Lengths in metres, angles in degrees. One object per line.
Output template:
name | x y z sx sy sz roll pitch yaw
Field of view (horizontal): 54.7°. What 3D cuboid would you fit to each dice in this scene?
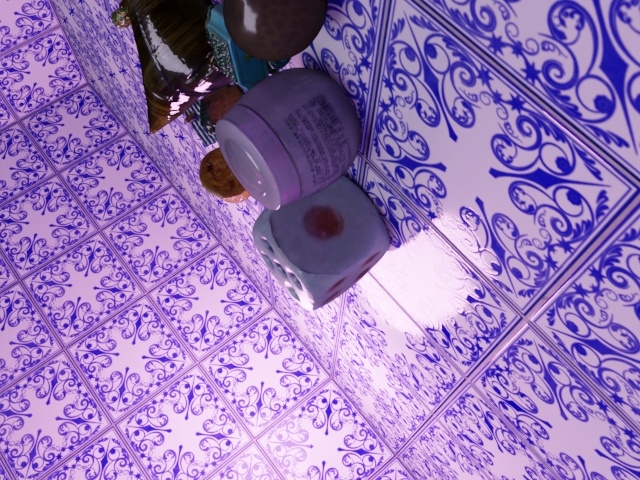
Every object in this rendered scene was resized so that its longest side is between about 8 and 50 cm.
dice | 0.000 0.000 1.600 0.264 0.268 0.262 49 163 13

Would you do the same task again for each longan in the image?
longan | -0.085 -0.440 1.129 0.198 0.198 0.212 19 129 62

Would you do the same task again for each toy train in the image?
toy train | -0.155 -0.439 1.357 0.112 0.163 0.203 42 159 31

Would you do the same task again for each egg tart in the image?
egg tart | -0.307 -0.214 2.138 0.202 0.202 0.147 49 171 18

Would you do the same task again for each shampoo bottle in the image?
shampoo bottle | -0.070 -0.225 1.363 0.273 0.266 0.273 47 160 23

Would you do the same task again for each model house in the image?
model house | -0.312 -0.372 1.873 0.166 0.172 0.183 61 161 -16

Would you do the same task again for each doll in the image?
doll | -0.731 -0.828 2.268 0.078 0.077 0.113 65 161 -6

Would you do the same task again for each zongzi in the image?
zongzi | -0.436 -0.515 1.604 0.432 0.208 0.403 -25 106 40
